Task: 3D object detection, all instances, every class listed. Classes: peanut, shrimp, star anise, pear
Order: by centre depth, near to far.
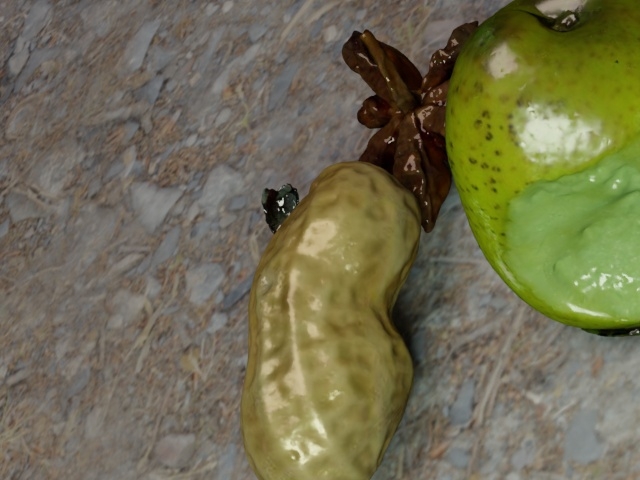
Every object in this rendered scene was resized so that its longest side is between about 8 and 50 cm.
[{"bbox_3d":[0.214,-0.074,1.322,0.292,0.292,0.159,-35,32,25],"label":"pear"},{"bbox_3d":[0.010,0.075,1.498,0.147,0.147,0.305,-14,64,41],"label":"peanut"},{"bbox_3d":[0.095,-0.108,1.594,0.212,0.111,0.196,17,99,24],"label":"star anise"},{"bbox_3d":[0.000,0.004,1.659,0.082,0.076,0.174,-17,27,-18],"label":"shrimp"}]
